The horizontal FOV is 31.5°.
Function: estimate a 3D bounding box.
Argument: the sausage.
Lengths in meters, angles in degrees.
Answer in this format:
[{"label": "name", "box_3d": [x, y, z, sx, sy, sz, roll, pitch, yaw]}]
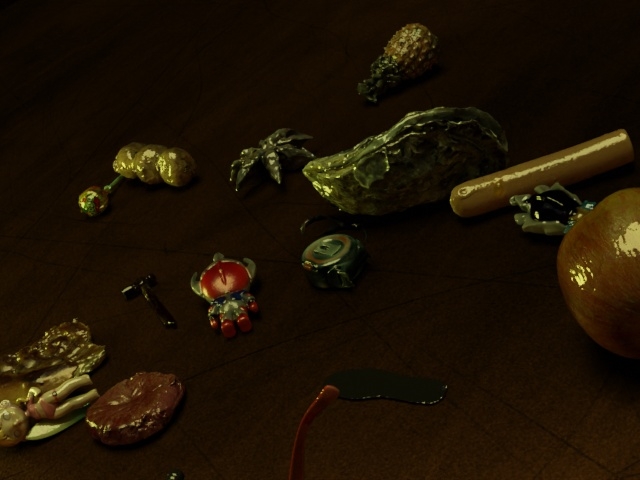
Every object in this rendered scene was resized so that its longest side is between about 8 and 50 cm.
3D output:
[{"label": "sausage", "box_3d": [0.352, -0.103, 1.810, 0.301, 0.065, 0.065, -17, 30, 5]}]

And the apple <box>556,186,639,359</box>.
[{"label": "apple", "box_3d": [0.400, 0.039, 1.409, 0.211, 0.211, 0.188, -21, 37, 0]}]

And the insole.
[{"label": "insole", "box_3d": [0.086, 0.198, 1.544, 0.188, 0.004, 0.064, 2, 38, 33]}]

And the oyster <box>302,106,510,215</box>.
[{"label": "oyster", "box_3d": [0.135, -0.130, 1.881, 0.351, 0.162, 0.158, -10, 12, 15]}]

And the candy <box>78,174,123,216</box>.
[{"label": "candy", "box_3d": [-0.430, -0.110, 2.318, 0.061, 0.060, 0.201, -7, 24, 22]}]

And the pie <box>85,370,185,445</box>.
[{"label": "pie", "box_3d": [-0.271, 0.241, 1.656, 0.154, 0.038, 0.153, -15, 29, 8]}]

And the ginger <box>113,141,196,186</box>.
[{"label": "ginger", "box_3d": [-0.331, -0.156, 2.289, 0.104, 0.080, 0.204, -17, 21, -39]}]

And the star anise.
[{"label": "star anise", "box_3d": [-0.091, -0.158, 2.167, 0.205, 0.061, 0.181, -35, 33, -23]}]

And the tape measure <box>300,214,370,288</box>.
[{"label": "tape measure", "box_3d": [0.001, -0.004, 1.766, 0.107, 0.180, 0.104, 3, 54, 32]}]

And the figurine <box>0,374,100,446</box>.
[{"label": "figurine", "box_3d": [-0.420, 0.255, 1.700, 0.187, 0.083, 0.083, -27, 30, 1]}]

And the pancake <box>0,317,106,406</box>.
[{"label": "pancake", "box_3d": [-0.467, 0.210, 1.807, 0.257, 0.056, 0.212, -26, 31, -9]}]

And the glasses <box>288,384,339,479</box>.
[{"label": "glasses", "box_3d": [-0.038, 0.304, 1.204, 0.118, 0.268, 0.234, 3, 31, 3]}]

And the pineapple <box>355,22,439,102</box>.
[{"label": "pineapple", "box_3d": [0.151, -0.356, 2.312, 0.198, 0.108, 0.108, -42, 35, -13]}]

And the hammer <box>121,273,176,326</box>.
[{"label": "hammer", "box_3d": [-0.279, 0.108, 1.899, 0.065, 0.021, 0.178, -29, 34, -14]}]

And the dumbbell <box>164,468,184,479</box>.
[{"label": "dumbbell", "box_3d": [-0.221, 0.384, 1.294, 0.143, 0.143, 0.325, -7, 33, 22]}]

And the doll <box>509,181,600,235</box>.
[{"label": "doll", "box_3d": [0.360, -0.040, 1.700, 0.195, 0.070, 0.096, 23, 68, 45]}]

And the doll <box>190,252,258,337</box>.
[{"label": "doll", "box_3d": [-0.148, 0.080, 1.825, 0.104, 0.062, 0.194, -35, 37, 10]}]
